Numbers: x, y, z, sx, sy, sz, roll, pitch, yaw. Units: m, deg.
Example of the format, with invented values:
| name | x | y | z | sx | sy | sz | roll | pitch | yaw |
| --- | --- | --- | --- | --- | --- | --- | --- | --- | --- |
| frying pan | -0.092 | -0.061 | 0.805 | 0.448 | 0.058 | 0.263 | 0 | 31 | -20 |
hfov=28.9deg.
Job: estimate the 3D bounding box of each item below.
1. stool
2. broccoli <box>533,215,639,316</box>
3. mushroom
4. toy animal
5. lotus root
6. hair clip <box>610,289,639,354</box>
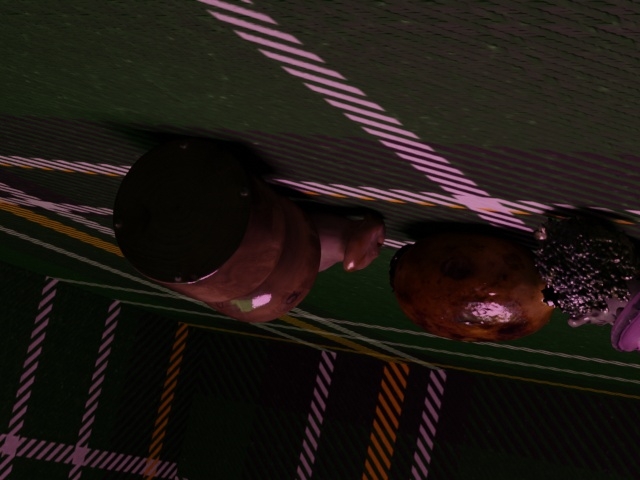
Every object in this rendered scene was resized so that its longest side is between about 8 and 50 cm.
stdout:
| name | x | y | z | sx | sy | sz | roll | pitch | yaw |
| --- | --- | --- | --- | --- | --- | --- | --- | --- | --- |
| stool | -0.122 | -0.006 | 1.551 | 0.179 | 0.179 | 0.264 | 8 | 169 | 20 |
| broccoli | 0.333 | 0.025 | 1.458 | 0.122 | 0.118 | 0.204 | -11 | 174 | 37 |
| mushroom | 0.001 | 0.002 | 1.714 | 0.212 | 0.088 | 0.097 | -6 | 180 | 43 |
| toy animal | 0.389 | 0.074 | 1.676 | 0.169 | 0.090 | 0.255 | 7 | 175 | -17 |
| lotus root | 0.208 | 0.063 | 1.649 | 0.314 | 0.141 | 0.169 | 2 | 163 | 46 |
| hair clip | 0.420 | 0.082 | 1.474 | 0.095 | 0.110 | 0.359 | 39 | 166 | 11 |
